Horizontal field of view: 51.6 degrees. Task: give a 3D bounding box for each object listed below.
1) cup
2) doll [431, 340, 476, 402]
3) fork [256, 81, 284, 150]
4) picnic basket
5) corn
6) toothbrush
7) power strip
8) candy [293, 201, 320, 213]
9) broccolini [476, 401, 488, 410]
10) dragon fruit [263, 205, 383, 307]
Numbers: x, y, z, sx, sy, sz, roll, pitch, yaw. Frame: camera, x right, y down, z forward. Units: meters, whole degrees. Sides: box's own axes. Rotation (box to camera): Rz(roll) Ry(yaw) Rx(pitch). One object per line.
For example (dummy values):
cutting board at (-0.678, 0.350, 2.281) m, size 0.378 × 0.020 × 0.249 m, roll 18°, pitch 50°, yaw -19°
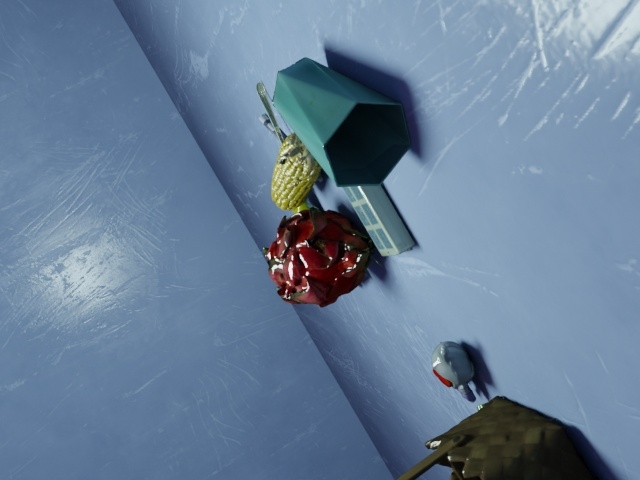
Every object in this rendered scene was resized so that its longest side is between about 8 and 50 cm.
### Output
cup at (0.017, -0.189, 1.025) m, size 0.134 × 0.148 × 0.236 m, roll 33°, pitch -171°, yaw -40°
doll at (0.255, 0.246, 1.265) m, size 0.102 × 0.075 × 0.227 m, roll 62°, pitch -178°, yaw 38°
fork at (-0.100, -0.263, 1.528) m, size 0.028 × 0.034 × 0.220 m, roll -146°, pitch 35°, yaw -86°
picnic basket at (0.277, 0.440, 1.093) m, size 0.254 × 0.321 × 0.291 m, roll 56°, pitch 171°, yaw -3°
corn at (-0.055, -0.141, 1.448) m, size 0.106 × 0.106 × 0.293 m, roll 56°, pitch 160°, yaw 13°
toothbrush at (-0.075, -0.226, 1.573) m, size 0.288 × 0.024 × 0.026 m, roll 50°, pitch 165°, yaw 37°
power strip at (0.057, -0.129, 1.220) m, size 0.368 × 0.043 × 0.106 m, roll 59°, pitch 168°, yaw -3°
candy at (0.000, 0.000, 1.687) m, size 0.297 × 0.081 × 0.187 m, roll 57°, pitch 170°, yaw 7°
broccolini at (0.381, 0.427, 1.264) m, size 0.255 × 0.057 × 0.071 m, roll 65°, pitch -164°, yaw 17°
dragon fruit at (0.012, 0.043, 1.452) m, size 0.293 × 0.234 × 0.234 m, roll 10°, pitch 134°, yaw 46°
